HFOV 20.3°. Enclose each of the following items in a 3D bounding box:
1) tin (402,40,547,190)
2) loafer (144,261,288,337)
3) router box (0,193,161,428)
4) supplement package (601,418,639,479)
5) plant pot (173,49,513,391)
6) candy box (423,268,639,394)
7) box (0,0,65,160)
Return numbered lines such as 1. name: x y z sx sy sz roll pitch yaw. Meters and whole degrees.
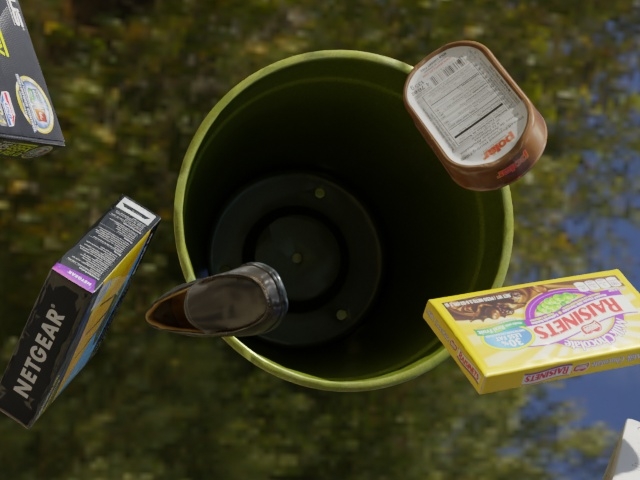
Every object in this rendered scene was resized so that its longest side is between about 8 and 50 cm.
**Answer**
1. tin: 0.148 -0.125 1.753 0.106 0.040 0.189 -38 -135 7
2. loafer: -0.086 0.057 1.500 0.170 0.061 0.062 -19 -93 57
3. router box: -0.214 0.062 1.562 0.179 0.046 0.133 -61 175 37
4. supplement package: 0.280 0.302 1.360 0.262 0.199 0.198 -50 159 -67
5. plant pot: 0.000 0.000 2.064 0.353 0.367 0.366 140 -49 -78
6. candy box: 0.204 0.078 1.574 0.105 0.206 0.027 56 -36 40
7. box: -0.441 -0.241 2.278 0.060 0.216 0.270 -22 -100 20
